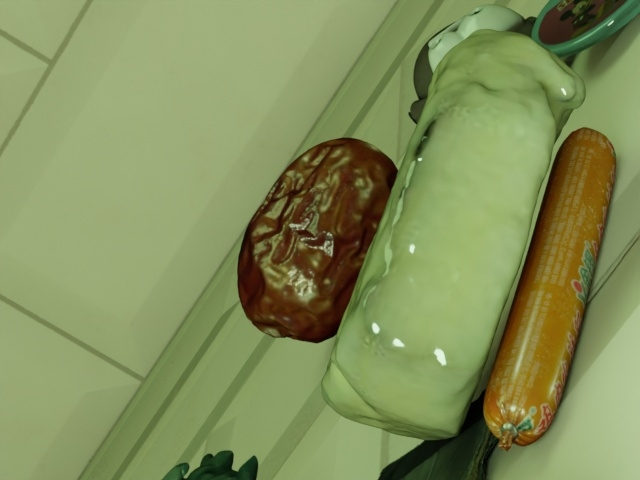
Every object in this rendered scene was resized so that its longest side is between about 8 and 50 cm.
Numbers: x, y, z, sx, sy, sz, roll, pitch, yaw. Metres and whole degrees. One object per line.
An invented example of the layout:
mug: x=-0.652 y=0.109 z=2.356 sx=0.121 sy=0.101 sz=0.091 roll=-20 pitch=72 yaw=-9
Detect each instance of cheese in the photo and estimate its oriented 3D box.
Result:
cheese: x=0.097 y=0.004 z=1.272 sx=0.326 sy=0.115 sz=0.318 roll=-68 pitch=-1 yaw=-62

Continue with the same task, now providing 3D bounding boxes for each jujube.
jujube: x=0.000 y=0.000 z=1.953 sx=0.250 sy=0.174 sz=0.174 roll=-64 pitch=10 yaw=-15

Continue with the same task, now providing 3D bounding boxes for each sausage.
sausage: x=0.176 y=0.026 z=1.251 sx=0.053 sy=0.053 sz=0.348 roll=-50 pitch=12 yaw=44

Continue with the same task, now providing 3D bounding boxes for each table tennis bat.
table tennis bat: x=0.262 y=-0.246 z=1.630 sx=0.153 sy=0.040 sz=0.244 roll=-38 pitch=22 yaw=13

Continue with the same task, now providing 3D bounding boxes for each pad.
pad: x=0.071 y=0.215 z=1.312 sx=0.233 sy=0.022 sz=0.174 roll=-49 pitch=14 yaw=53

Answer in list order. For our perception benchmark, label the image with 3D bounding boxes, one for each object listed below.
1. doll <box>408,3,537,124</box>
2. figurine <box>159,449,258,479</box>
doll: x=0.171 y=-0.181 z=1.762 sx=0.182 sy=0.117 sz=0.257 roll=-39 pitch=5 yaw=1
figurine: x=-0.147 y=0.359 z=1.529 sx=0.382 sy=0.186 sz=0.261 roll=-61 pitch=-4 yaw=25
